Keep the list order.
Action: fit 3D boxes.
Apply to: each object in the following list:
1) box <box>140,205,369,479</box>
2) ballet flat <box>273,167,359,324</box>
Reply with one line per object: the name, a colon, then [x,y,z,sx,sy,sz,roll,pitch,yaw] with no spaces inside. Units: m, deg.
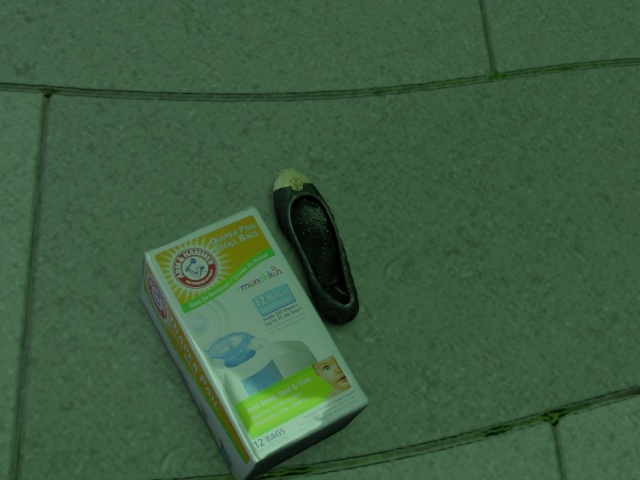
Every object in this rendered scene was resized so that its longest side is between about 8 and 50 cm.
box: [-0.065,0.091,0.764,0.114,0.103,0.203,-23,72,-23]
ballet flat: [0.000,0.000,0.854,0.057,0.049,0.173,-16,70,-21]
